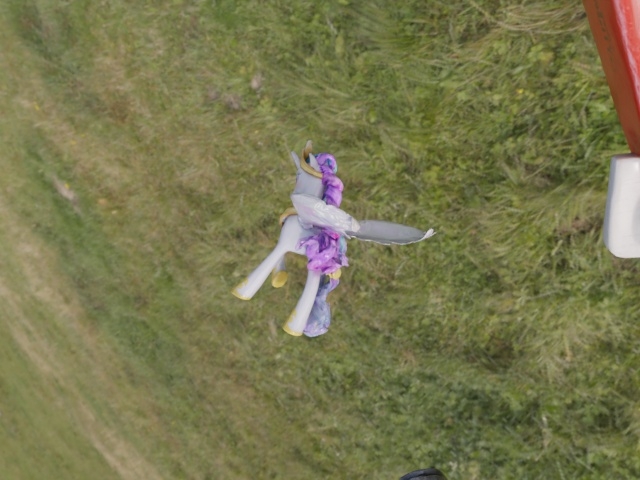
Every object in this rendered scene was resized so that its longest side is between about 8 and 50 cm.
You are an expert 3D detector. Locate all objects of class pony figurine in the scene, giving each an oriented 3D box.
[{"bbox_3d":[0.000,0.000,1.249,0.351,0.302,0.364,27,98,44],"label":"pony figurine"}]

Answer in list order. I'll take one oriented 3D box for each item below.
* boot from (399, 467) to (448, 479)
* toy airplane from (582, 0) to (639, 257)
[{"bbox_3d":[0.209,0.488,0.882,0.223,0.118,0.338,-101,-6,-57],"label":"boot"},{"bbox_3d":[0.292,-0.158,0.429,0.384,0.272,0.386,42,-152,-59],"label":"toy airplane"}]
